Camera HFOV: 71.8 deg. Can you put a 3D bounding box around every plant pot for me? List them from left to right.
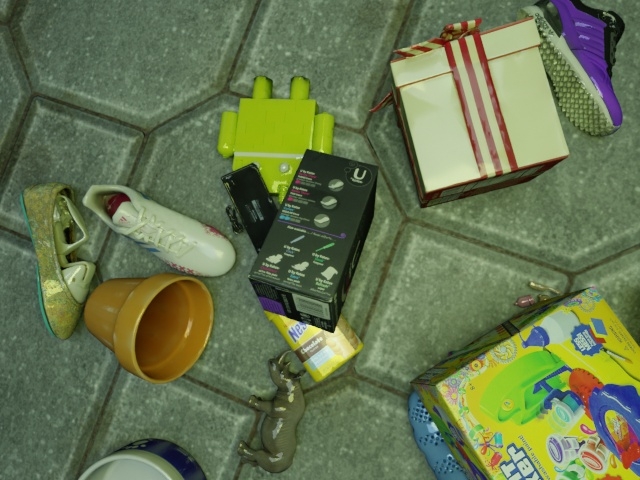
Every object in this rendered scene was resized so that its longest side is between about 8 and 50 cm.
[{"bbox_3d":[-0.352,0.155,0.879,0.188,0.205,0.205,10,86,27],"label":"plant pot"}]

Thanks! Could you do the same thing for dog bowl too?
[{"bbox_3d":[-0.358,0.543,0.877,0.265,0.104,0.265,-1,84,9],"label":"dog bowl"}]

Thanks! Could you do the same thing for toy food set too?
[{"bbox_3d":[0.400,0.141,0.829,0.078,0.019,0.122,18,96,11],"label":"toy food set"}]

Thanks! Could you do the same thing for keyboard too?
[{"bbox_3d":[-0.142,-0.058,0.907,0.108,0.023,0.180,-21,103,11],"label":"keyboard"}]

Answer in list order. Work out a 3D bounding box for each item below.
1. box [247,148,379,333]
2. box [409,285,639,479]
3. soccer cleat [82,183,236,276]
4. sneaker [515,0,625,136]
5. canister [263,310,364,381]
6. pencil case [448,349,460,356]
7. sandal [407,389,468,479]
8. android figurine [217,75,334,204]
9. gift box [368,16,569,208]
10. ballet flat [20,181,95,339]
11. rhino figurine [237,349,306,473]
[{"bbox_3d":[0.000,0.000,0.791,0.143,0.165,0.270,15,64,11],"label":"box"},{"bbox_3d":[0.340,0.272,0.657,0.279,0.177,0.290,-29,76,-9],"label":"box"},{"bbox_3d":[-0.336,-0.017,0.907,0.331,0.143,0.116,26,89,11],"label":"soccer cleat"},{"bbox_3d":[0.499,-0.342,0.814,0.146,0.102,0.293,-26,81,6],"label":"sneaker"},{"bbox_3d":[-0.011,0.171,0.864,0.126,0.073,0.170,-36,82,-5],"label":"canister"},{"bbox_3d":[0.315,0.226,0.808,0.151,0.070,0.064,-10,94,10],"label":"pencil case"},{"bbox_3d":[0.249,0.403,0.770,0.126,0.138,0.317,-27,79,9],"label":"sandal"},{"bbox_3d":[-0.095,-0.210,0.930,0.248,0.056,0.273,6,84,10],"label":"android figurine"},{"bbox_3d":[0.235,-0.212,0.772,0.276,0.255,0.258,-12,85,5],"label":"gift box"},{"bbox_3d":[-0.555,0.034,0.961,0.123,0.123,0.349,-18,82,8],"label":"ballet flat"},{"bbox_3d":[-0.085,0.333,0.866,0.106,0.073,0.243,11,85,15],"label":"rhino figurine"}]
